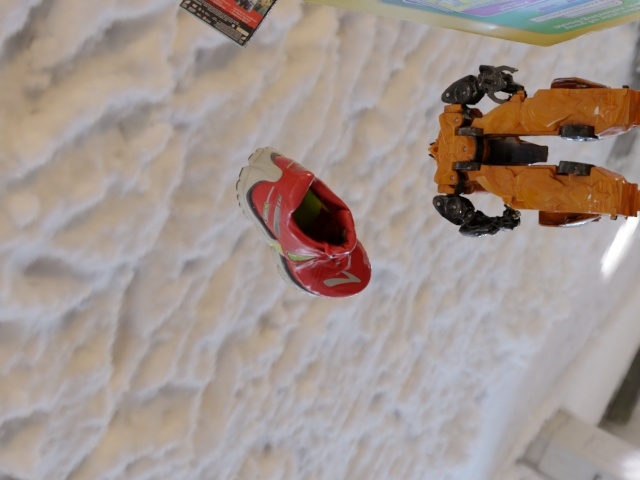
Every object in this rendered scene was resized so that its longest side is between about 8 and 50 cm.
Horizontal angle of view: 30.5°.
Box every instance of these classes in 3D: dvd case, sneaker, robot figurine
[{"bbox_3d":[-0.083,-0.275,1.254,0.119,0.087,0.013,-57,171,-2],"label":"dvd case"},{"bbox_3d":[0.000,0.000,1.409,0.107,0.118,0.279,-57,141,-13],"label":"sneaker"},{"bbox_3d":[0.248,-0.103,1.389,0.085,0.291,0.211,5,92,-41],"label":"robot figurine"}]

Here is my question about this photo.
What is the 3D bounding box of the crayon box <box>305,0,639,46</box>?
[{"bbox_3d":[0.209,-0.253,0.905,0.313,0.363,0.106,0,85,-39],"label":"crayon box"}]
